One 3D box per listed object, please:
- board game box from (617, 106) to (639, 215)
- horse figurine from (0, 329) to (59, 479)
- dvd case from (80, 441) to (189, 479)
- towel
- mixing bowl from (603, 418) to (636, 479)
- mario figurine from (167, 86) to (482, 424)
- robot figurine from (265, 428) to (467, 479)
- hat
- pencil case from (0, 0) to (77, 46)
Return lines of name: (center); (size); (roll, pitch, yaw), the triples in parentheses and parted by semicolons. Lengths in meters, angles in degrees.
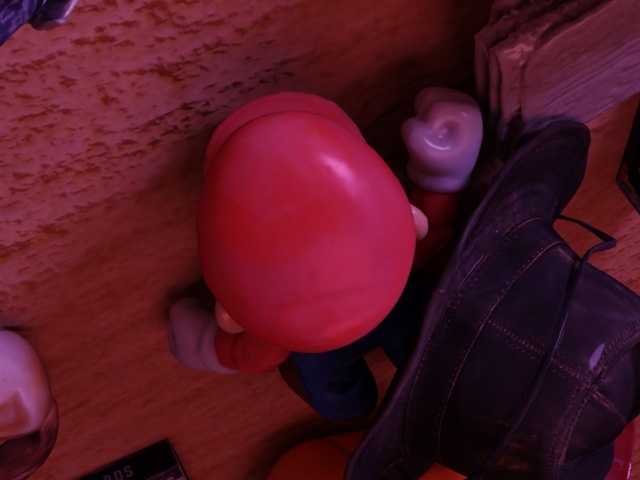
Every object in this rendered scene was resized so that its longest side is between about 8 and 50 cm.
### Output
board game box: (0.279, -0.033, 0.808); (0.048, 0.170, 0.141); (-16, 143, -15)
horse figurine: (-0.231, 0.089, 0.690); (0.174, 0.066, 0.263); (-27, 143, 6)
dvd case: (-0.177, 0.264, 0.974); (0.179, 0.029, 0.239); (-23, 145, -10)
towel: (0.213, -0.150, 0.689); (0.282, 0.049, 0.187); (-29, 164, -2)
mixing bowl: (0.205, 0.173, 1.043); (0.098, 0.181, 0.181); (5, 159, 31)
mario figurine: (0.000, 0.000, 0.732); (0.198, 0.170, 0.320); (-63, 161, -16)
robot figurine: (0.042, 0.223, 0.994); (0.219, 0.158, 0.128); (-2, 102, -34)
hat: (0.146, 0.084, 0.764); (0.331, 0.134, 0.331); (-52, 159, -29)
pencil case: (-0.231, -0.048, 0.438); (0.410, 0.160, 0.183); (-43, 128, 18)
